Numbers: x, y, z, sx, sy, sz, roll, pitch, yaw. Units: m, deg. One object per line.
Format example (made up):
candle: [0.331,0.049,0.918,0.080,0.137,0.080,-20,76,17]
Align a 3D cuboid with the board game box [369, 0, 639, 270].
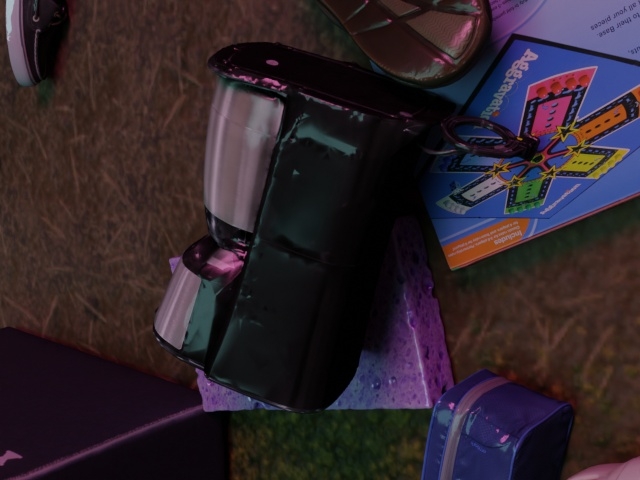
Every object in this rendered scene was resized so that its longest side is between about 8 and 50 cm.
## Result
board game box: [0.151,-0.096,0.522,0.281,0.027,0.145,-26,81,42]

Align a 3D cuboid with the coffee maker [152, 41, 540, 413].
coffee maker: [0.000,0.000,0.575,0.171,0.120,0.178,30,117,33]

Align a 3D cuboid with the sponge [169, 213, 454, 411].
sponge: [-0.012,0.054,0.698,0.210,0.031,0.117,-9,93,43]

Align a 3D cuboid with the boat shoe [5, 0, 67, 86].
boat shoe: [-0.220,-0.189,0.820,0.040,0.049,0.142,5,113,1]

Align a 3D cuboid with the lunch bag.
lunch bag: [0.095,0.127,0.596,0.065,0.067,0.098,23,116,37]

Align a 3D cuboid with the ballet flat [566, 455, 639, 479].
ballet flat: [0.150,0.184,0.539,0.106,0.108,0.316,43,124,35]

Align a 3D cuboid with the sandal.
sandal: [0.034,-0.160,0.585,0.090,0.060,0.219,-45,54,16]

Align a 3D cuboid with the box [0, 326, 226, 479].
box: [-0.244,0.303,0.840,0.294,0.212,0.395,11,108,40]
